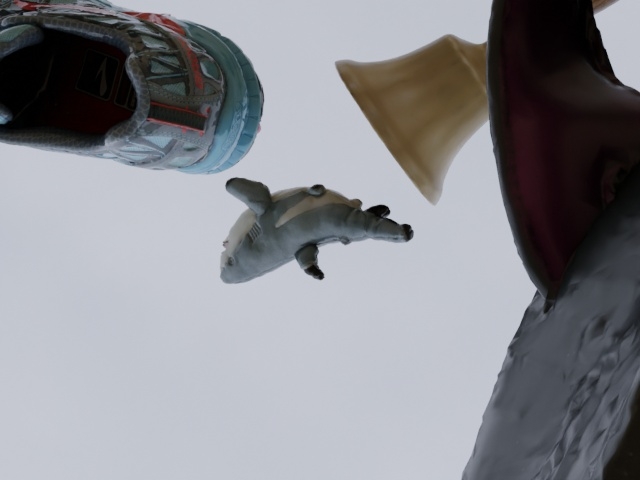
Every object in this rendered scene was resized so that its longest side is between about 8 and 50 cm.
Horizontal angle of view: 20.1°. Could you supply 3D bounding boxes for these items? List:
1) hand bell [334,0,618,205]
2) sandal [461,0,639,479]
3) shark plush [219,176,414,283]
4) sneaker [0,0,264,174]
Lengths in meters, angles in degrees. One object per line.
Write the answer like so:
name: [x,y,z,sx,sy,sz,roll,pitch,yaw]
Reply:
hand bell: [0.144,-0.143,1.281,0.242,0.126,0.126,-34,-123,7]
sandal: [0.099,-0.057,0.511,0.107,0.167,0.445,31,-127,-2]
shark plush: [0.000,0.000,1.277,0.161,0.073,0.067,3,-108,27]
sneaker: [-0.165,-0.105,1.004,0.262,0.104,0.125,13,-172,27]
